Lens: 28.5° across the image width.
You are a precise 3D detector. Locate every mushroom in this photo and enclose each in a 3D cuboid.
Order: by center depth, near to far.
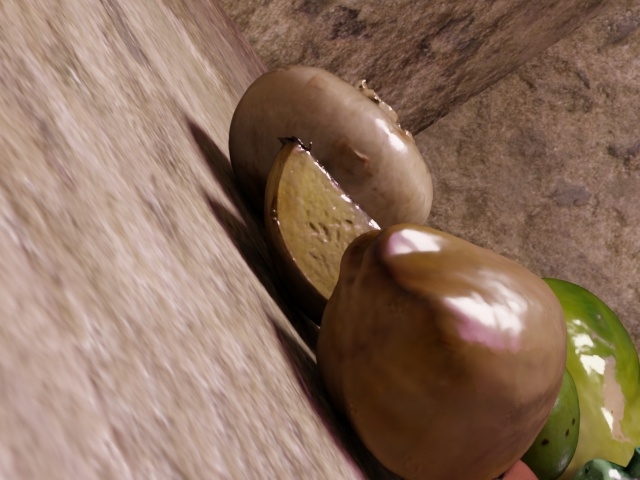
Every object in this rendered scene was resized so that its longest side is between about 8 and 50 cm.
[{"bbox_3d":[0.013,-0.086,1.275,0.226,0.178,0.226,29,-17,10],"label":"mushroom"}]

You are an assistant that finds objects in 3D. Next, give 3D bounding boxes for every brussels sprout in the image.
[{"bbox_3d":[0.267,0.211,1.560,0.371,0.275,0.315,-77,147,-71],"label":"brussels sprout"}]

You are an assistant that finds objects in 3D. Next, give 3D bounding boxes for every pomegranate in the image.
[{"bbox_3d":[0.146,0.176,1.189,0.181,0.181,0.224,57,34,4],"label":"pomegranate"}]

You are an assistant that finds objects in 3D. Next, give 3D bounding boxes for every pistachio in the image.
[{"bbox_3d":[0.116,0.098,1.039,0.260,0.163,0.213,7,76,-39],"label":"pistachio"}]

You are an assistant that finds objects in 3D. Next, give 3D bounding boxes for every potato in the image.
[{"bbox_3d":[0.005,0.018,1.139,0.243,0.098,0.138,43,-19,-24],"label":"potato"}]

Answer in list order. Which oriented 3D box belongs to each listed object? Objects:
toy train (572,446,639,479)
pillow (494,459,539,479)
[{"bbox_3d":[0.367,0.320,1.288,0.368,0.237,0.150,21,18,-20],"label":"toy train"},{"bbox_3d":[0.164,0.283,1.020,0.179,0.075,0.171,66,25,-4],"label":"pillow"}]
